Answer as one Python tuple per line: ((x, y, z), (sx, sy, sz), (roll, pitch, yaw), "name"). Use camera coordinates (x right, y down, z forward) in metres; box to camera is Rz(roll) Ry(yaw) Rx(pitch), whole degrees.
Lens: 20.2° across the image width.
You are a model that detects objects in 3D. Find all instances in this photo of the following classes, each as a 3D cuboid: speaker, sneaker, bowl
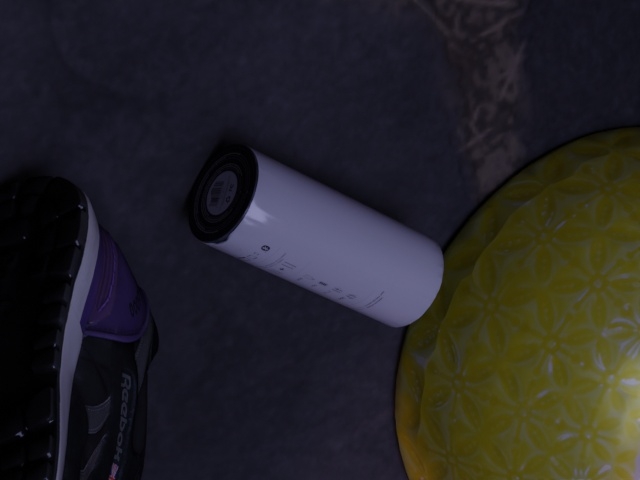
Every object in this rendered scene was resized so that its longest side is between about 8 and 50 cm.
((0.000, 0.000, 0.933), (0.136, 0.055, 0.055), (25, 97, -36), "speaker")
((-0.123, 0.113, 0.798), (0.124, 0.107, 0.283), (55, 35, -41), "sneaker")
((0.203, 0.094, 1.036), (0.289, 0.156, 0.289), (-13, 117, -26), "bowl")
